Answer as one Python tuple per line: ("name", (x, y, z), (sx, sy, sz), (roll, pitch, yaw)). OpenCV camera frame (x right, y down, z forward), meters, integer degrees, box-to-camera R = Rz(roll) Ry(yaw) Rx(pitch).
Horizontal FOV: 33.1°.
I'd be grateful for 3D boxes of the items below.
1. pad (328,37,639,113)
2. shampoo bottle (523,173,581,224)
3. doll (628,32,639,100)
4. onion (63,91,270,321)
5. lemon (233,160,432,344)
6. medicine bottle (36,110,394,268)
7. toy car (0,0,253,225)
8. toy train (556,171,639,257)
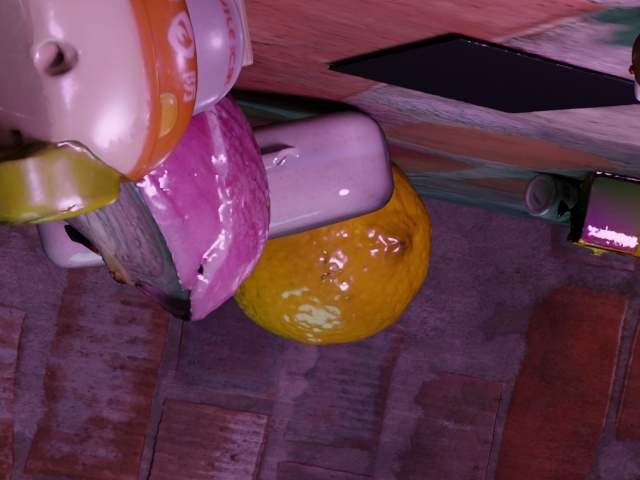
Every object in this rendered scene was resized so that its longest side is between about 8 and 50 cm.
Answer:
("pad", (0.118, -0.112, 0.758), (0.170, 0.006, 0.245), (10, -178, -18))
("shampoo bottle", (0.378, -0.048, 1.503), (0.204, 0.065, 0.065), (11, -179, -31))
("doll", (0.165, -0.083, 0.505), (0.058, 0.040, 0.085), (1, -177, -14))
("onion", (-0.147, -0.102, 0.890), (0.267, 0.159, 0.348), (37, 155, 24))
("lemon", (0.001, 0.001, 1.579), (0.336, 0.336, 0.336), (11, -179, 0))
("medicine bottle", (-0.108, -0.052, 1.179), (0.375, 0.123, 0.282), (-12, -178, 6))
("toy car", (-0.128, -0.104, 0.586), (0.235, 0.145, 0.235), (-9, -167, 2))
("toy train", (0.445, -0.009, 1.323), (0.296, 0.100, 0.160), (11, 179, 3))
